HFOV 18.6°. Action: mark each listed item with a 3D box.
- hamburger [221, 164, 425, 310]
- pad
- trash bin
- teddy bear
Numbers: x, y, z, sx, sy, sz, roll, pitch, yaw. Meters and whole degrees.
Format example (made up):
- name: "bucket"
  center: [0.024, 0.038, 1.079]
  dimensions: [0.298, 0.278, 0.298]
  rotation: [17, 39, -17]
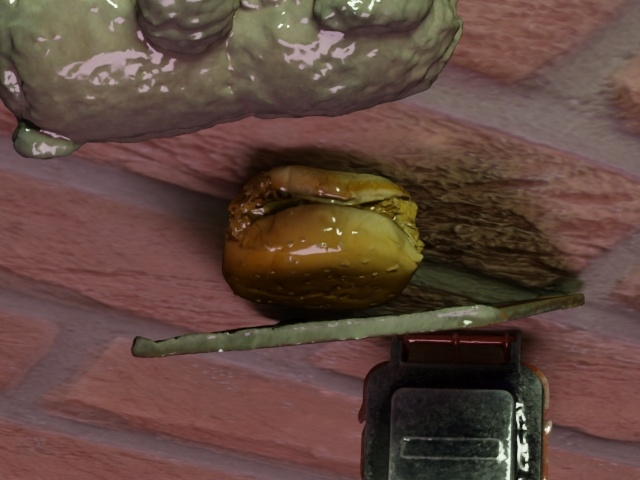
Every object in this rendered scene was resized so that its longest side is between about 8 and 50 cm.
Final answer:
- name: "hamburger"
  center: [0.000, 0.000, 1.416]
  dimensions: [0.147, 0.083, 0.138]
  rotation: [5, 153, -10]
- name: "pad"
  center: [0.034, 0.063, 1.467]
  dimensions: [0.284, 0.018, 0.286]
  rotation: [-7, 178, 21]
- name: "trash bin"
  center: [0.121, 0.190, 1.688]
  dimensions: [0.161, 0.184, 0.238]
  rotation: [0, 163, 8]
- name: "teddy bear"
  center: [-0.057, -0.131, 1.075]
  dimensions: [0.267, 0.151, 0.236]
  rotation: [-11, -176, 9]
